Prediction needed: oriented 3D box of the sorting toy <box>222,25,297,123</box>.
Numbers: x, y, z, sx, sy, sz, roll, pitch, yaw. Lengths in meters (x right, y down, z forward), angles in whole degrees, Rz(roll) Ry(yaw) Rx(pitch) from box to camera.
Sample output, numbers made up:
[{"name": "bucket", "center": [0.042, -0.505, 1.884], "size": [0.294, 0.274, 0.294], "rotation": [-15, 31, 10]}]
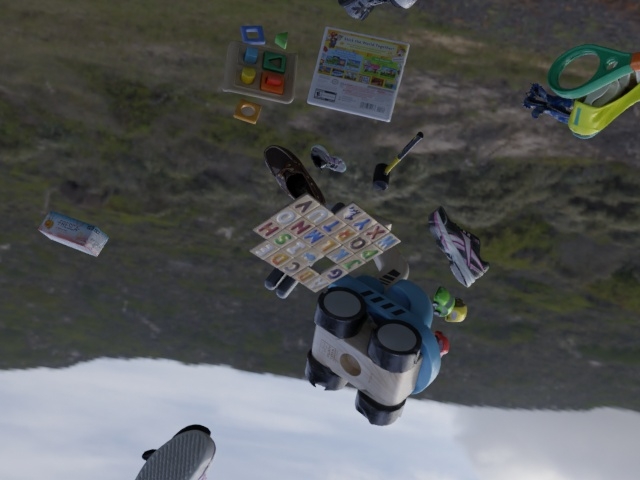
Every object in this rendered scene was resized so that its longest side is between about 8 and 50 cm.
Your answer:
[{"name": "sorting toy", "center": [-0.163, -0.470, 2.328], "size": [0.196, 0.347, 0.047], "rotation": [8, 149, -8]}]

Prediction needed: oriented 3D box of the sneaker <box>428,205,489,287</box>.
[{"name": "sneaker", "center": [0.290, 0.003, 1.762], "size": [0.077, 0.178, 0.072], "rotation": [-30, -168, -8]}]

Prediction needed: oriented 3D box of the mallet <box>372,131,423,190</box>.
[{"name": "mallet", "center": [0.173, -0.176, 1.905], "size": [0.039, 0.062, 0.190], "rotation": [24, 148, -17]}]

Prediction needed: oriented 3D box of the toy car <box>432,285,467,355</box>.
[{"name": "toy car", "center": [0.371, 0.222, 2.487], "size": [0.053, 0.239, 0.225], "rotation": [16, 146, 27]}]

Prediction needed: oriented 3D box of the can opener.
[{"name": "can opener", "center": [-0.034, 0.015, 2.143], "size": [0.076, 0.283, 0.095], "rotation": [36, 163, 10]}]

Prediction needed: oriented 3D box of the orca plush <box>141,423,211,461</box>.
[{"name": "orca plush", "center": [-0.398, 0.531, 2.025], "size": [0.102, 0.287, 0.151], "rotation": [48, -169, -26]}]

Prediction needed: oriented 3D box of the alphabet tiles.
[{"name": "alphabet tiles", "center": [0.000, 0.000, 1.485], "size": [0.198, 0.009, 0.237], "rotation": [-32, 139, 22]}]

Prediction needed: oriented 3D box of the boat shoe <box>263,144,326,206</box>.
[{"name": "boat shoe", "center": [-0.061, -0.145, 1.961], "size": [0.207, 0.073, 0.073], "rotation": [48, -172, 12]}]

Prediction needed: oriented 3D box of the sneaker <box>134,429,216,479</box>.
[{"name": "sneaker", "center": [-0.245, 0.452, 1.459], "size": [0.161, 0.282, 0.102], "rotation": [33, -170, -43]}]

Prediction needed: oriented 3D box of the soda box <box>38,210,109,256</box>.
[{"name": "soda box", "center": [-0.624, -0.018, 2.135], "size": [0.183, 0.063, 0.058], "rotation": [17, 160, 33]}]

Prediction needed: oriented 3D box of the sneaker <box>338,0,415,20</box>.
[{"name": "sneaker", "center": [0.132, -0.579, 2.009], "size": [0.101, 0.153, 0.268], "rotation": [28, -154, -32]}]

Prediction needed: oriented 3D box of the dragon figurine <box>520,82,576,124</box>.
[{"name": "dragon figurine", "center": [0.632, -0.370, 2.327], "size": [0.144, 0.085, 0.289], "rotation": [16, -161, 3]}]

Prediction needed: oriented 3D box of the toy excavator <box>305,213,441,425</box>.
[{"name": "toy excavator", "center": [0.134, 0.144, 1.934], "size": [0.433, 0.222, 0.445], "rotation": [31, -138, 27]}]

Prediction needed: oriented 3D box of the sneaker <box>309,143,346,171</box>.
[{"name": "sneaker", "center": [0.014, -0.181, 2.022], "size": [0.098, 0.038, 0.069], "rotation": [32, -142, -10]}]

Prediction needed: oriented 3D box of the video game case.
[{"name": "video game case", "center": [0.097, -0.432, 2.198], "size": [0.227, 0.206, 0.026], "rotation": [15, -177, 14]}]

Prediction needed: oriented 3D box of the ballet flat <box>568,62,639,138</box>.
[{"name": "ballet flat", "center": [0.501, -0.258, 1.429], "size": [0.077, 0.231, 0.077], "rotation": [30, 148, 41]}]

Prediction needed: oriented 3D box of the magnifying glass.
[{"name": "magnifying glass", "center": [0.450, -0.265, 1.280], "size": [0.231, 0.092, 0.026], "rotation": [-2, 150, 47]}]
